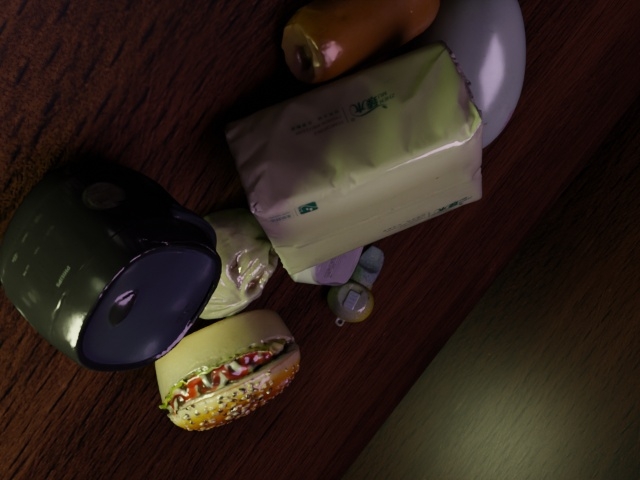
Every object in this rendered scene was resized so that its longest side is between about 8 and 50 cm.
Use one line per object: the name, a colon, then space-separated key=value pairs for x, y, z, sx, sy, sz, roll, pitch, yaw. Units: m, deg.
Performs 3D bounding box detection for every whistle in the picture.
whistle: x=0.093 y=0.118 z=1.800 sx=0.223 sy=0.122 sz=0.123 roll=-62 pitch=156 yaw=-16

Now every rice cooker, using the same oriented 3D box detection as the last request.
rice cooker: x=-0.282 y=0.030 z=0.964 sx=0.267 sy=0.224 sz=0.267 roll=-37 pitch=148 yaw=-27

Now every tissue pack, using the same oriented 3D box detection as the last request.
tissue pack: x=0.066 y=-0.126 z=1.175 sx=0.380 sy=0.207 sz=0.297 roll=-22 pitch=157 yaw=3

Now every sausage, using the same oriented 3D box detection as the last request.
sausage: x=0.092 y=-0.368 z=1.163 sx=0.354 sy=0.116 sz=0.134 roll=-36 pitch=124 yaw=-30

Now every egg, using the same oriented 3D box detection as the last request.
egg: x=0.275 y=-0.328 z=1.367 sx=0.230 sy=0.230 sz=0.371 roll=-33 pitch=144 yaw=-32

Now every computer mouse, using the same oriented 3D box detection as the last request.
computer mouse: x=0.000 y=0.000 z=1.461 sx=0.184 sy=0.121 sz=0.297 roll=-68 pitch=159 yaw=4

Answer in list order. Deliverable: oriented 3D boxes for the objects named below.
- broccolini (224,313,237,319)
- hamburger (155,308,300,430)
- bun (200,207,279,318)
broccolini: x=-0.142 y=0.076 z=1.465 sx=0.254 sy=0.071 sz=0.058 roll=-55 pitch=-165 yaw=22
hamburger: x=-0.177 y=0.254 z=1.375 sx=0.300 sy=0.176 sz=0.300 roll=-25 pitch=170 yaw=-5
bun: x=-0.158 y=0.050 z=1.286 sx=0.231 sy=0.133 sz=0.231 roll=-37 pitch=148 yaw=-28
